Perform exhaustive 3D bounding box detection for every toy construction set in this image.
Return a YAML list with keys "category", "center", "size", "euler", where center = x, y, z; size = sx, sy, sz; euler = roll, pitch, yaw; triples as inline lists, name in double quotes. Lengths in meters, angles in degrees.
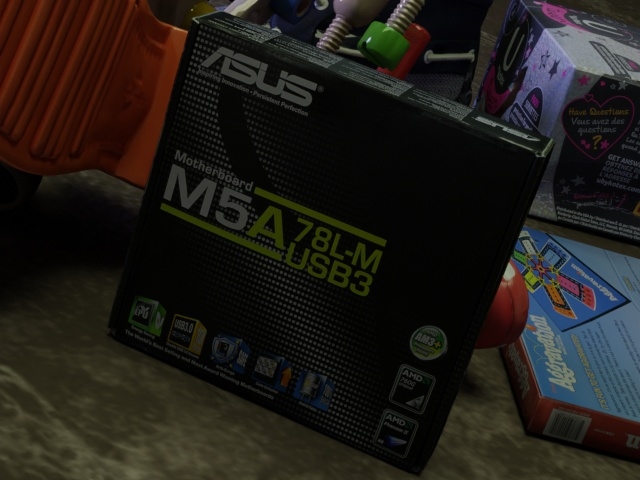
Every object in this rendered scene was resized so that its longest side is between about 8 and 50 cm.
- category: "toy construction set"
  center: [-0.093, -0.153, 1.045]
  size: [0.309, 0.237, 0.257]
  euler: [34, -6, -11]

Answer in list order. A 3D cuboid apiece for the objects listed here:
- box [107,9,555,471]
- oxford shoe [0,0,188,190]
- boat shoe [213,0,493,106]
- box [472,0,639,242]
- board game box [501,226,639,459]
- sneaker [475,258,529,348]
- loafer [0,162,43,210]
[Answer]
- category: "box"
  center: [0.000, 0.000, 0.697]
  size: [0.191, 0.184, 0.045]
  euler: [24, 23, 11]
- category: "oxford shoe"
  center: [-0.162, -0.106, 0.718]
  size: [0.133, 0.130, 0.364]
  euler: [23, -6, 20]
- category: "boat shoe"
  center: [-0.006, -0.207, 1.224]
  size: [0.340, 0.158, 0.127]
  euler: [9, 23, -22]
- category: "box"
  center: [0.247, -0.115, 1.226]
  size: [0.163, 0.142, 0.247]
  euler: [14, 22, -10]
- category: "board game box"
  center: [0.185, 0.063, 0.905]
  size: [0.145, 0.027, 0.281]
  euler: [17, 22, -8]
- category: "sneaker"
  center: [0.003, 0.027, 0.804]
  size: [0.221, 0.087, 0.128]
  euler: [18, 27, 34]
- category: "loafer"
  center: [-0.290, -0.080, 0.793]
  size: [0.267, 0.096, 0.084]
  euler: [13, 28, -18]
